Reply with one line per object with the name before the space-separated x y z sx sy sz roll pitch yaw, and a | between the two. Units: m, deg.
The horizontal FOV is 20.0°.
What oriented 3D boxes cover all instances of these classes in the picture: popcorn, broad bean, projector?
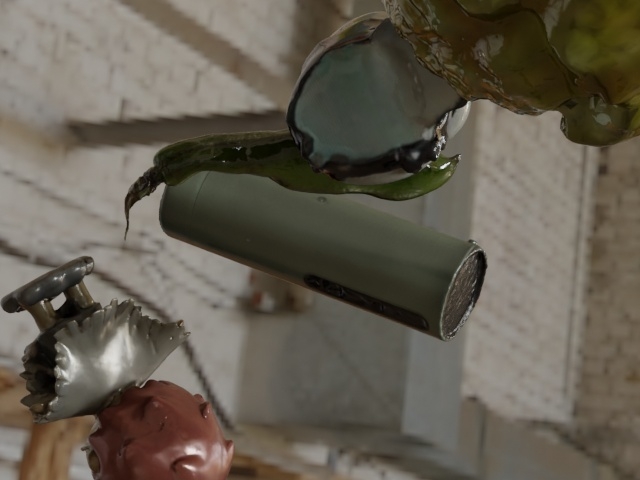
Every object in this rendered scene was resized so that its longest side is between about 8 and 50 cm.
popcorn | 0.169 -0.223 1.101 0.279 0.274 0.335 -12 -34 -29
broad bean | -0.024 -0.064 1.652 0.318 0.056 0.098 -7 -41 -10
projector | 0.000 0.000 1.891 0.337 0.108 0.108 20 -10 20

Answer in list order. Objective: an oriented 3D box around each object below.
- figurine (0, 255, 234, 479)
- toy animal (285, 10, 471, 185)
figurine | -0.198 0.201 1.955 0.207 0.387 0.166 -31 -1 -37
toy animal | 0.062 -0.123 1.528 0.166 0.138 0.179 -4 10 11
